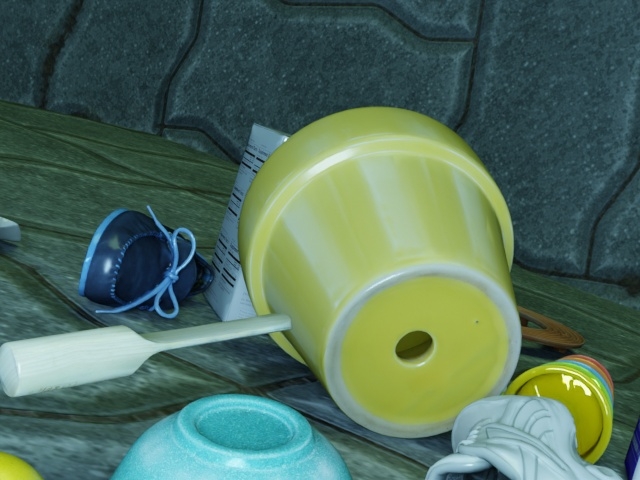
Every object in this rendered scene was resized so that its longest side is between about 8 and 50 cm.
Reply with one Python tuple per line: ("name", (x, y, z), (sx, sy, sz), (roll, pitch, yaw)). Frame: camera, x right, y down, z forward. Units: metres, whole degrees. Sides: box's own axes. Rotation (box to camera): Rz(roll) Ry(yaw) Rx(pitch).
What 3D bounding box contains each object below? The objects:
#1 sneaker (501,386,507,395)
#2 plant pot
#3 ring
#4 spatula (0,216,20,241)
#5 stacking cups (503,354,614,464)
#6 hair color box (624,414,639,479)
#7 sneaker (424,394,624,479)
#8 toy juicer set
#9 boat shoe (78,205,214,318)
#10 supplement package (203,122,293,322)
("sneaker", (0.168, 0.154, 1.152), (0.035, 0.031, 0.083), (17, 6, 4))
("plant pot", (0.062, 0.038, 1.010), (0.254, 0.254, 0.239), (15, 22, -16))
("ring", (0.230, 0.108, 1.725), (0.336, 0.032, 0.336), (17, 7, -2))
("spatula", (-0.385, -0.050, 1.130), (0.168, 0.019, 0.242), (21, -17, -2))
("stacking cups", (0.233, 0.153, 1.109), (0.096, 0.096, 0.316), (19, 4, 14))
("hair color box", (0.410, 0.083, 1.012), (0.185, 0.339, 0.110), (18, 7, 11))
("sneaker", (0.120, 0.155, 0.779), (0.115, 0.090, 0.232), (12, 6, -14))
("toy juicer set", (-0.077, 0.126, 0.548), (0.209, 0.089, 0.329), (2, 19, -18))
("boat shoe", (-0.158, 0.018, 1.126), (0.089, 0.109, 0.258), (21, 9, 7))
("supplement package", (0.000, 0.000, 1.253), (0.194, 0.203, 0.149), (16, 7, -18))
